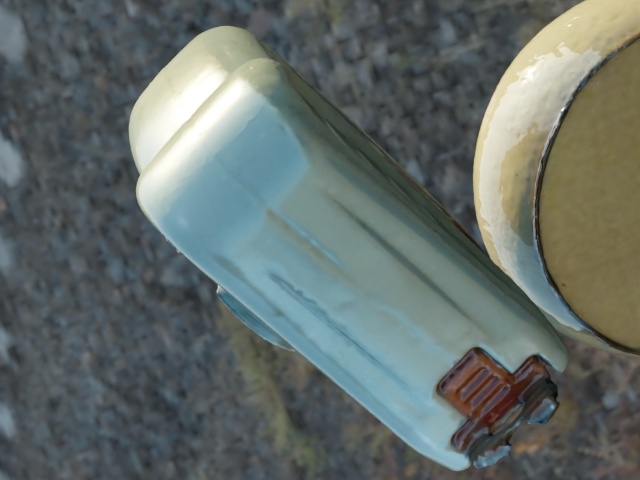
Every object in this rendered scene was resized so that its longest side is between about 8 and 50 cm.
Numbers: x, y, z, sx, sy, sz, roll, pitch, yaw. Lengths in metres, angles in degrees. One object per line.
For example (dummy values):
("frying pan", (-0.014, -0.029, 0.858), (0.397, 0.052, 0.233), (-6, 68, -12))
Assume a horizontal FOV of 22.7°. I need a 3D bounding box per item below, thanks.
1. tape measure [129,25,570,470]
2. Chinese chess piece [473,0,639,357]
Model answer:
("tape measure", (0.000, 0.000, 0.927), (0.243, 0.125, 0.246), (42, -175, -24))
("Chinese chess piece", (0.224, -0.044, 1.054), (0.103, 0.250, 0.249), (-135, 31, -65))
